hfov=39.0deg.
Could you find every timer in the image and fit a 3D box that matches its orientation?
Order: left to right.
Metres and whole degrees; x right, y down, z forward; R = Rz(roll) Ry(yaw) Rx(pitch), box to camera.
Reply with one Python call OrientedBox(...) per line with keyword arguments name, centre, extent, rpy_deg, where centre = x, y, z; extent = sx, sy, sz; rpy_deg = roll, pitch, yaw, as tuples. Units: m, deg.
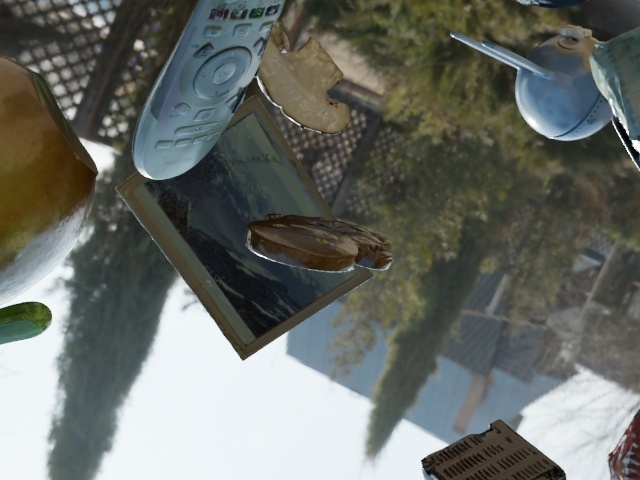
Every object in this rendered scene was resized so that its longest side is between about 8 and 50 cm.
OrientedBox(name="timer", centre=(0.341, -0.262, 1.339), extent=(0.255, 0.175, 0.175), rpy_deg=(45, 177, -23))

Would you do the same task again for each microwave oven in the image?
OrientedBox(name="microwave oven", centre=(0.283, 0.449, 1.433), extent=(0.178, 0.247, 0.188), rpy_deg=(-21, -152, -17))

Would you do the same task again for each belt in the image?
OrientedBox(name="belt", centre=(0.458, -0.167, 1.164), extent=(0.257, 0.150, 0.207), rpy_deg=(53, -160, -23))

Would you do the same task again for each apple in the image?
OrientedBox(name="apple", centre=(-0.486, -0.085, 1.215), extent=(0.374, 0.374, 0.384), rpy_deg=(23, 180, -10))

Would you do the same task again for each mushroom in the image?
OrientedBox(name="mushroom", centre=(-0.059, -0.340, 1.881), extent=(0.286, 0.156, 0.151), rpy_deg=(50, 173, -22))

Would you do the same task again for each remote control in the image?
OrientedBox(name="remote control", centre=(-0.096, -0.144, 0.762), extent=(0.097, 0.256, 0.045), rpy_deg=(-17, -116, -44))

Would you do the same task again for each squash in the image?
OrientedBox(name="squash", centre=(-0.224, 0.062, 0.614), extent=(0.089, 0.027, 0.027), rpy_deg=(-17, -178, 6))

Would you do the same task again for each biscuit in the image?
OrientedBox(name="biscuit", centre=(0.000, 0.000, 1.119), extent=(0.180, 0.039, 0.236), rpy_deg=(19, -166, 22))

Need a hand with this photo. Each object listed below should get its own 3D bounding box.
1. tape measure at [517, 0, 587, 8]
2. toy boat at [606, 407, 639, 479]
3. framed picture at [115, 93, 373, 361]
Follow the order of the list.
OrientedBox(name="tape measure", centre=(0.310, -0.408, 1.146), extent=(0.202, 0.223, 0.135), rpy_deg=(21, -179, 5))
OrientedBox(name="toy boat", centre=(0.295, 0.250, 0.713), extent=(0.099, 0.318, 0.141), rpy_deg=(-13, -179, 25))
OrientedBox(name="framed picture", centre=(-0.107, -0.012, 1.348), extent=(0.335, 0.247, 0.022), rpy_deg=(57, 180, -19))
